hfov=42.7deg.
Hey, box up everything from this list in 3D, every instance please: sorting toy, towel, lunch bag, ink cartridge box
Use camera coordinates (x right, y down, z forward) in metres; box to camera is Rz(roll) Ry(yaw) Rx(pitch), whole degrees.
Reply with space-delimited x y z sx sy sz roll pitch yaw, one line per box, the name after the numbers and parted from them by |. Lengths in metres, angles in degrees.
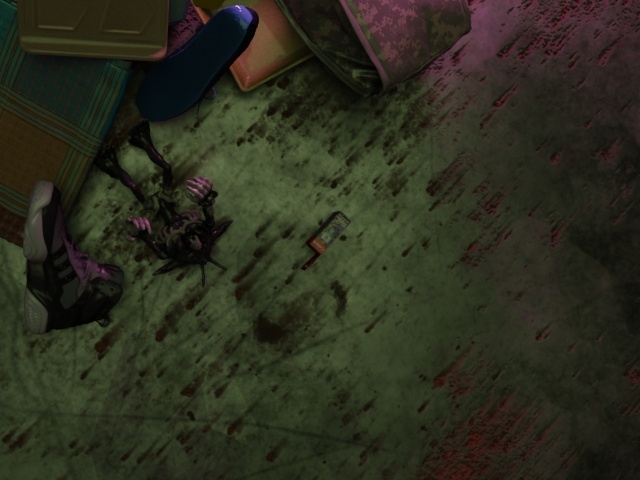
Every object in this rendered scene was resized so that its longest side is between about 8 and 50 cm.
-0.277 -0.378 1.182 0.307 0.041 0.229 0 117 -16 | sorting toy
-0.480 -0.180 1.282 0.271 0.040 0.370 28 108 -6 | towel
0.086 -0.389 1.338 0.235 0.169 0.287 -39 94 -28 | lunch bag
0.000 0.000 1.401 0.029 0.063 0.115 44 84 -7 | ink cartridge box

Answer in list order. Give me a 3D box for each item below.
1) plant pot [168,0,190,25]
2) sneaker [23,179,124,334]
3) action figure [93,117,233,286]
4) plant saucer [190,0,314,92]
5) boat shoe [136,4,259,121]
-0.308 -0.457 1.277 0.248 0.247 0.252 -13 108 -8 | plant pot
-0.391 0.029 1.305 0.153 0.101 0.268 1 118 -17 | sneaker
-0.251 -0.050 1.330 0.164 0.141 0.275 -37 91 -8 | action figure
-0.099 -0.372 1.398 0.188 0.045 0.188 -30 94 -8 | plant saucer
-0.190 -0.279 1.338 0.258 0.089 0.109 -30 95 26 | boat shoe
